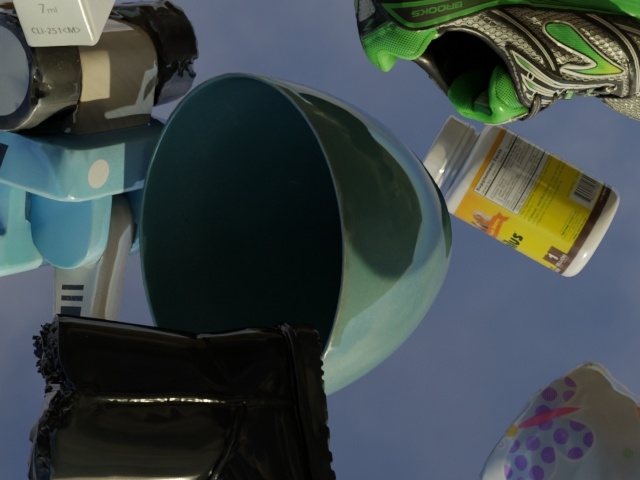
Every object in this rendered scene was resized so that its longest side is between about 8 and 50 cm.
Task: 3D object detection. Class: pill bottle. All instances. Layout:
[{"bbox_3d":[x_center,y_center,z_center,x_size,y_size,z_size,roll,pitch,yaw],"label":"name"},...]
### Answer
[{"bbox_3d":[0.221,-0.056,1.728,0.215,0.117,0.117,30,-131,3],"label":"pill bottle"}]

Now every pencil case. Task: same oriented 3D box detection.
[{"bbox_3d":[0.220,0.191,0.888,0.113,0.124,0.273,-46,-114,-7],"label":"pencil case"}]

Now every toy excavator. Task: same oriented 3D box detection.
[{"bbox_3d":[-0.235,-0.004,1.442,0.433,0.445,0.222,18,-159,30],"label":"toy excavator"}]

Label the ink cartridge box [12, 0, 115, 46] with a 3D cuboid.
[{"bbox_3d":[-0.173,-0.313,1.072,0.060,0.239,0.275,1,-134,14],"label":"ink cartridge box"}]

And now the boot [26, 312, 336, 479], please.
[{"bbox_3d":[-0.096,0.169,1.047,0.207,0.094,0.246,0,-109,-18],"label":"boot"}]

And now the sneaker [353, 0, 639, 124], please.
[{"bbox_3d":[0.162,-0.142,1.166,0.344,0.134,0.146,16,-107,-28],"label":"sneaker"}]

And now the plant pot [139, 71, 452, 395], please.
[{"bbox_3d":[0.000,0.000,1.338,0.195,0.290,0.290,-3,-116,-40],"label":"plant pot"}]
